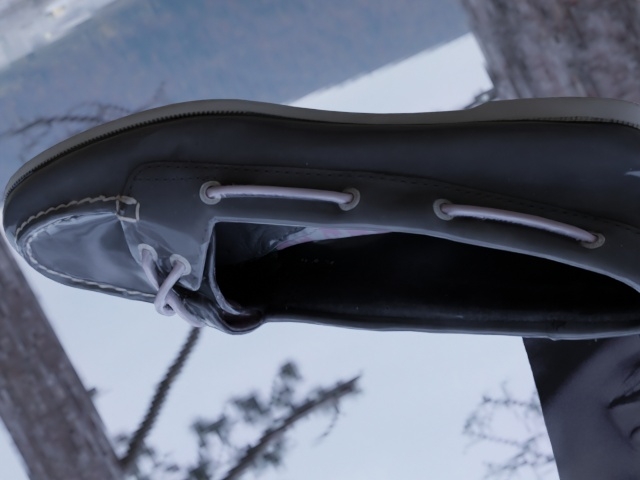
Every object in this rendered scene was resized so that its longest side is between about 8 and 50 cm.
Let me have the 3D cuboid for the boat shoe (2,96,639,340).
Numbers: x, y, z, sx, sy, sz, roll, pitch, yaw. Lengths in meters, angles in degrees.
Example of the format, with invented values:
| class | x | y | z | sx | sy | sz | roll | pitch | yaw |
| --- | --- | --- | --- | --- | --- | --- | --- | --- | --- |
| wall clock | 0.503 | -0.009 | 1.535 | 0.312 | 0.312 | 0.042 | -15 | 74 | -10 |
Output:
| class | x | y | z | sx | sy | sz | roll | pitch | yaw |
| --- | --- | --- | --- | --- | --- | --- | --- | --- | --- |
| boat shoe | 0.000 | 0.000 | 0.656 | 0.335 | 0.112 | 0.096 | -4 | -124 | 14 |

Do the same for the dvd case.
| class | x | y | z | sx | sy | sz | roll | pitch | yaw |
| --- | --- | --- | --- | --- | --- | --- | --- | --- | --- |
| dvd case | 0.181 | 0.075 | 0.689 | 0.164 | 0.018 | 0.221 | -37 | -139 | 28 |
